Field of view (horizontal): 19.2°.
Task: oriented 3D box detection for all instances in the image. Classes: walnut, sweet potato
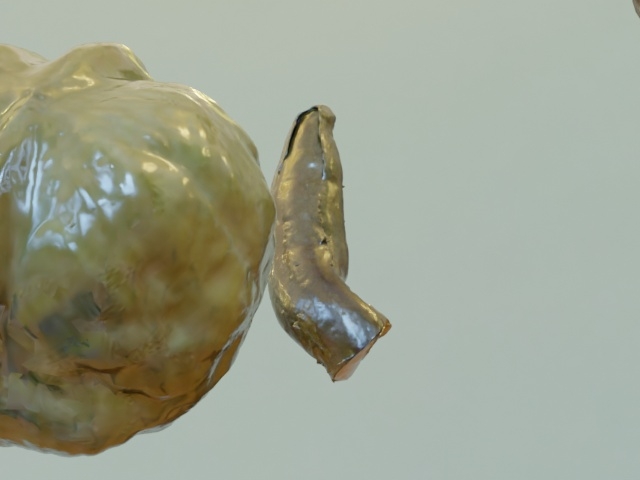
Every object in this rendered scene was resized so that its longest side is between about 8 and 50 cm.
[{"bbox_3d":[-0.173,0.003,1.273,0.253,0.282,0.277,-32,-35,-25],"label":"walnut"},{"bbox_3d":[0.003,0.003,1.776,0.112,0.285,0.085,-15,-35,16],"label":"sweet potato"}]

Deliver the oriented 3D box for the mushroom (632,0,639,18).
[{"bbox_3d":[0.193,-0.216,0.900,0.345,0.345,0.259,5,-33,-42],"label":"mushroom"}]
